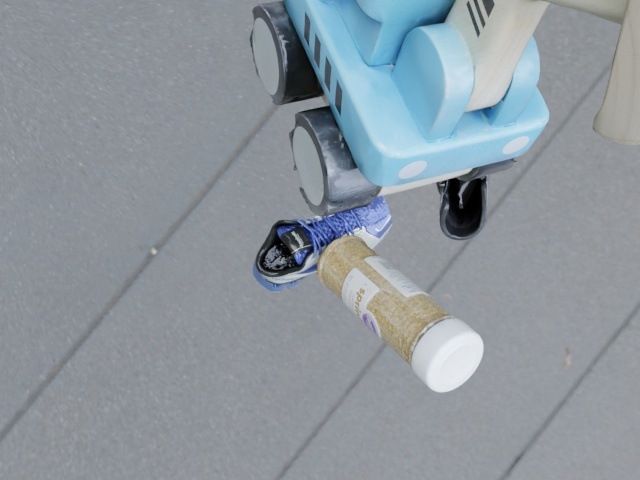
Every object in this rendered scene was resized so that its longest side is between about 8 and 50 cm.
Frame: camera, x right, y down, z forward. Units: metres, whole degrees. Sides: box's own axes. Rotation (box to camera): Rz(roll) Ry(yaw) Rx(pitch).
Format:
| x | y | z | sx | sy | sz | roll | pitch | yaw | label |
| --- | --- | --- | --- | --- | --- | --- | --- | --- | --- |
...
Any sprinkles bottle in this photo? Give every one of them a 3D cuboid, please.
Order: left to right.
| x | y | z | sx | sy | sz | roll | pitch | yaw | label |
| --- | --- | --- | --- | --- | --- | --- | --- | --- | --- |
| 0.132 | 0.121 | 1.445 | 0.121 | 0.355 | 0.121 | -18 | 127 | -26 | sprinkles bottle |

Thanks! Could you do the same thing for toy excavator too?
| x | y | z | sx | sy | sz | roll | pitch | yaw | label |
| --- | --- | --- | --- | --- | --- | --- | --- | --- | --- |
| 0.115 | -0.176 | 0.668 | 0.222 | 0.433 | 0.445 | -14 | 154 | -17 | toy excavator |

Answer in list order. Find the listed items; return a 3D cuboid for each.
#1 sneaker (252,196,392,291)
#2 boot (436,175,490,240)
| x | y | z | sx | sy | sz | roll | pitch | yaw | label |
| --- | --- | --- | --- | --- | --- | --- | --- | --- | --- |
| -0.001 | 0.001 | 1.610 | 0.315 | 0.182 | 0.127 | -30 | 82 | 0 | sneaker |
| 0.204 | -0.186 | 1.159 | 0.118 | 0.223 | 0.338 | -9 | 103 | 11 | boot |
